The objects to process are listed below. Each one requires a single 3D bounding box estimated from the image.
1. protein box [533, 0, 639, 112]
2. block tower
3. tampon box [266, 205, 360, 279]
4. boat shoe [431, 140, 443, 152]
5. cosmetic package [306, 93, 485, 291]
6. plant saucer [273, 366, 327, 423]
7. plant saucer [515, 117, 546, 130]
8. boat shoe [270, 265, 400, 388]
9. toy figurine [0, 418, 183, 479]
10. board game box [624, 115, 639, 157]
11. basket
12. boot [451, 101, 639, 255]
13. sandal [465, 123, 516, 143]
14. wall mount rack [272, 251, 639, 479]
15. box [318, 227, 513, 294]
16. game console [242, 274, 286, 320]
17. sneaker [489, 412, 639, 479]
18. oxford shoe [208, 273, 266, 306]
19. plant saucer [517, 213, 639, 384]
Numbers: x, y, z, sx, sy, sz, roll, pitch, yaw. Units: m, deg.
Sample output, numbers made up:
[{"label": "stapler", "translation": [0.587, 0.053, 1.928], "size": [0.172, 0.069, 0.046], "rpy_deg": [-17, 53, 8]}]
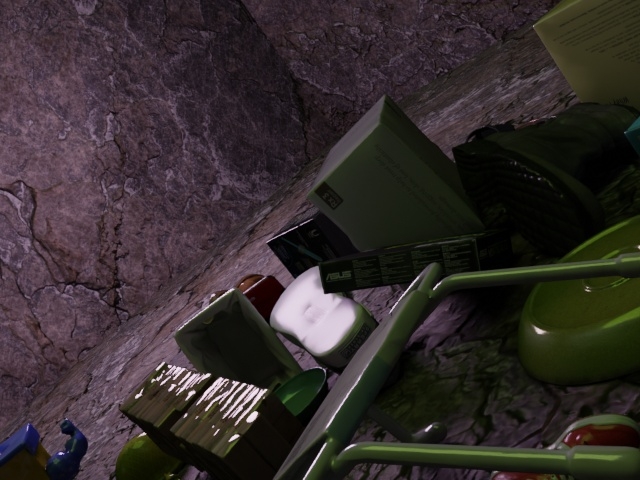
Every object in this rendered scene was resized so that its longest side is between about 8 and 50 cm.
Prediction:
[{"label": "protein box", "translation": [0.449, -0.280, 1.058], "size": [0.136, 0.201, 0.200], "rpy_deg": [-42, 12, -27]}, {"label": "block tower", "translation": [-0.133, 0.224, 0.929], "size": [0.091, 0.097, 0.335], "rpy_deg": [-47, 22, -24]}, {"label": "tampon box", "translation": [0.000, 0.000, 1.514], "size": [0.161, 0.120, 0.101], "rpy_deg": [-24, 17, 48]}, {"label": "boat shoe", "translation": [0.101, -0.105, 1.621], "size": [0.355, 0.132, 0.130], "rpy_deg": [-32, 12, 17]}, {"label": "cosmetic package", "translation": [0.120, -0.090, 1.215], "size": [0.156, 0.217, 0.385], "rpy_deg": [-45, 9, 15]}, {"label": "plant saucer", "translation": [-0.035, 0.210, 0.978], "size": [0.119, 0.021, 0.119], "rpy_deg": [-36, 13, 9]}, {"label": "plant saucer", "translation": [0.337, -0.159, 1.369], "size": [0.168, 0.029, 0.168], "rpy_deg": [-36, 10, 7]}, {"label": "boat shoe", "translation": [0.021, 0.114, 0.994], "size": [0.108, 0.102, 0.301], "rpy_deg": [-48, 19, -7]}, {"label": "toy figurine", "translation": [-0.381, 0.331, 1.042], "size": [0.362, 0.217, 0.191], "rpy_deg": [-38, 11, -2]}, {"label": "board game box", "translation": [0.529, -0.209, 0.827], "size": [0.336, 0.079, 0.254], "rpy_deg": [-42, 11, -27]}, {"label": "basket", "translation": [-0.111, 0.157, 1.079], "size": [0.113, 0.167, 0.103], "rpy_deg": [-38, 6, -3]}, {"label": "boot", "translation": [0.321, -0.106, 0.967], "size": [0.223, 0.118, 0.338], "rpy_deg": [-22, 24, -4]}, {"label": "sandal", "translation": [0.287, -0.161, 1.308], "size": [0.097, 0.054, 0.254], "rpy_deg": [-33, 11, 19]}, {"label": "wall mount rack", "translation": [0.085, 0.120, 0.543], "size": [0.304, 0.130, 0.350], "rpy_deg": [-55, -3, 39]}, {"label": "box", "translation": [0.121, 0.023, 0.929], "size": [0.191, 0.045, 0.184], "rpy_deg": [-9, -1, 26]}, {"label": "game console", "translation": [-0.129, 0.124, 1.509], "size": [0.144, 0.124, 0.085], "rpy_deg": [-36, 37, 4]}, {"label": "sneaker", "translation": [0.159, 0.162, 0.508], "size": [0.118, 0.042, 0.067], "rpy_deg": [-39, 4, 30]}, {"label": "oxford shoe", "translation": [-0.149, 0.122, 1.617], "size": [0.076, 0.076, 0.212], "rpy_deg": [3, 14, 23]}, {"label": "plant saucer", "translation": [0.276, 0.036, 0.695], "size": [0.241, 0.037, 0.241], "rpy_deg": [-36, 11, 8]}]
